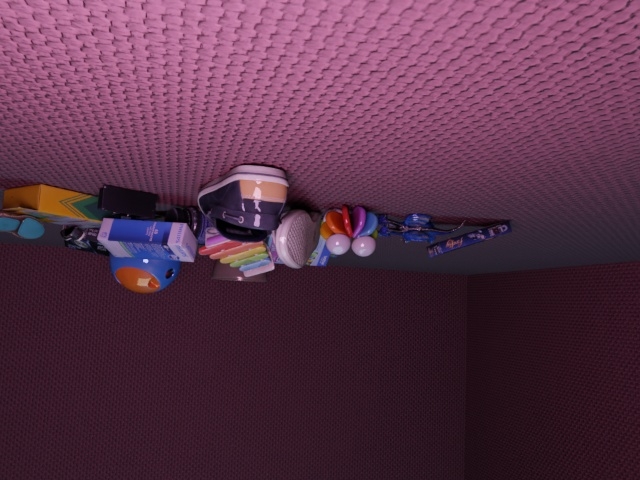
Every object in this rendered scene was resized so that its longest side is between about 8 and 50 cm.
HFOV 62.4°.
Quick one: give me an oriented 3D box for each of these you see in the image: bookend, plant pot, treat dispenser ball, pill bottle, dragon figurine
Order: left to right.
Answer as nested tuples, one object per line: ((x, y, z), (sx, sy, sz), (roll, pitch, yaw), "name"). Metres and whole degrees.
((-0.588, -0.105, 1.550), (0.157, 0.073, 0.156), (10, 170, -42), "bookend")
((-0.728, 0.077, 2.207), (0.287, 0.289, 0.288), (3, 173, 0), "treat dispenser ball")
((-0.394, -0.047, 1.742), (0.219, 0.123, 0.122), (10, 170, -42), "pill bottle")
((-0.405, 0.105, 2.682), (0.283, 0.191, 0.284), (3, 174, 0), "plant pot")
((0.315, -0.036, 1.698), (0.288, 0.085, 0.144), (2, 173, 19), "dragon figurine")

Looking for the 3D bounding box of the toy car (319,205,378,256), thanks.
((0.094, -0.046, 1.594), (0.181, 0.159, 0.136), (5, 136, -13), "toy car")

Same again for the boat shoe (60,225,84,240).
((-0.822, -0.027, 1.734), (0.132, 0.049, 0.042), (6, 149, 43), "boat shoe")

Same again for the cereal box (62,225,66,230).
((-0.975, -0.039, 2.321), (0.239, 0.048, 0.173), (1, 171, 12), "cereal box")

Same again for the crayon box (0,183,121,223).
((-0.806, -0.103, 1.612), (0.202, 0.083, 0.322), (-2, 172, 32), "crayon box")

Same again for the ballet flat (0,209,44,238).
((-0.879, -0.053, 1.512), (0.067, 0.073, 0.206), (29, 174, 11), "ballet flat")

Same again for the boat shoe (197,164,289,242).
((-0.212, -0.071, 1.366), (0.186, 0.156, 0.500), (4, 174, -23), "boat shoe")

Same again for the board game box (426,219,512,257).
((0.492, -0.002, 1.765), (0.243, 0.042, 0.165), (-17, 174, -4), "board game box")

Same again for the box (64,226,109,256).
((-0.952, -0.011, 2.178), (0.180, 0.078, 0.147), (15, 154, -18), "box")

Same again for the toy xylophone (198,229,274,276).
((-0.232, 0.015, 1.709), (0.236, 0.081, 0.322), (-20, 154, 18), "toy xylophone")

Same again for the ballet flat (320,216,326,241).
((0.040, -0.031, 1.883), (0.077, 0.078, 0.230), (-3, 171, 33), "ballet flat")

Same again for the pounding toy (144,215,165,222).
((-0.506, -0.049, 1.933), (0.180, 0.094, 0.206), (-6, 179, 23), "pounding toy")

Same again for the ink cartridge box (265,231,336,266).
((-0.062, 0.023, 2.089), (0.310, 0.065, 0.186), (3, 140, -15), "ink cartridge box")

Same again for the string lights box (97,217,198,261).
((-0.522, 0.001, 1.613), (0.259, 0.077, 0.133), (4, 154, 5), "string lights box")

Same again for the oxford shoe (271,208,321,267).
((-0.087, -0.018, 1.543), (0.129, 0.169, 0.449), (9, -172, 6), "oxford shoe")
